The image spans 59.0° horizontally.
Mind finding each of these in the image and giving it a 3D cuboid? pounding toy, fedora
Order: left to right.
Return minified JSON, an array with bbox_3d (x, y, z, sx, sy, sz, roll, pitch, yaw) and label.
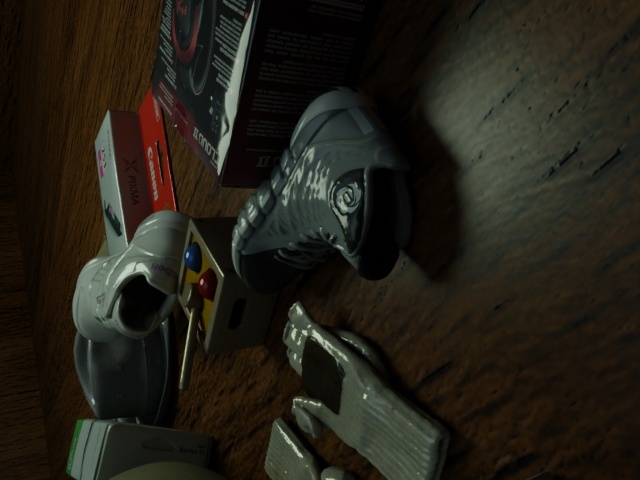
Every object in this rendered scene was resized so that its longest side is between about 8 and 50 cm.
[{"bbox_3d":[-0.348,0.196,0.975,0.244,0.124,0.275,29,116,52],"label":"fedora"},{"bbox_3d":[-0.118,0.067,0.637,0.130,0.100,0.141,50,132,43],"label":"pounding toy"}]

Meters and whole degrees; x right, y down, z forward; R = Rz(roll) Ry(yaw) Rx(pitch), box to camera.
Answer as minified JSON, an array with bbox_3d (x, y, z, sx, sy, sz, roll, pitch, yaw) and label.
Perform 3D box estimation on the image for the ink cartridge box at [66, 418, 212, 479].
[{"bbox_3d":[-0.271,0.315,0.830,0.208,0.153,0.086,-25,53,55],"label":"ink cartridge box"}]

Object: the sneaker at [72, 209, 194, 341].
[{"bbox_3d":[-0.276,0.080,0.783,0.305,0.114,0.152,-39,28,36],"label":"sneaker"}]

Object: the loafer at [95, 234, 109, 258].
[{"bbox_3d":[-0.453,0.050,1.189,0.056,0.050,0.148,45,128,45],"label":"loafer"}]

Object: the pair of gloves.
[{"bbox_3d":[0.008,0.198,0.511,0.204,0.042,0.240,44,128,46],"label":"pair of gloves"}]

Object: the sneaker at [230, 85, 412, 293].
[{"bbox_3d":[0.000,0.000,0.470,0.132,0.086,0.228,58,136,32],"label":"sneaker"}]

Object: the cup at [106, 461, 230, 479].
[{"bbox_3d":[-0.171,0.373,0.594,0.237,0.331,0.331,-142,54,-74],"label":"cup"}]

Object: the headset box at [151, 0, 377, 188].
[{"bbox_3d":[-0.062,-0.199,0.519,0.218,0.110,0.293,48,131,44],"label":"headset box"}]

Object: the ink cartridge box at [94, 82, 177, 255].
[{"bbox_3d":[-0.322,-0.099,0.971,0.239,0.060,0.275,-32,67,55],"label":"ink cartridge box"}]

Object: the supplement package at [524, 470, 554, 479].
[{"bbox_3d":[0.096,0.277,0.287,0.194,0.149,0.203,49,131,43],"label":"supplement package"}]

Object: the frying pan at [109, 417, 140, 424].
[{"bbox_3d":[-0.429,0.311,1.185,0.197,0.053,0.326,-25,75,54],"label":"frying pan"}]
